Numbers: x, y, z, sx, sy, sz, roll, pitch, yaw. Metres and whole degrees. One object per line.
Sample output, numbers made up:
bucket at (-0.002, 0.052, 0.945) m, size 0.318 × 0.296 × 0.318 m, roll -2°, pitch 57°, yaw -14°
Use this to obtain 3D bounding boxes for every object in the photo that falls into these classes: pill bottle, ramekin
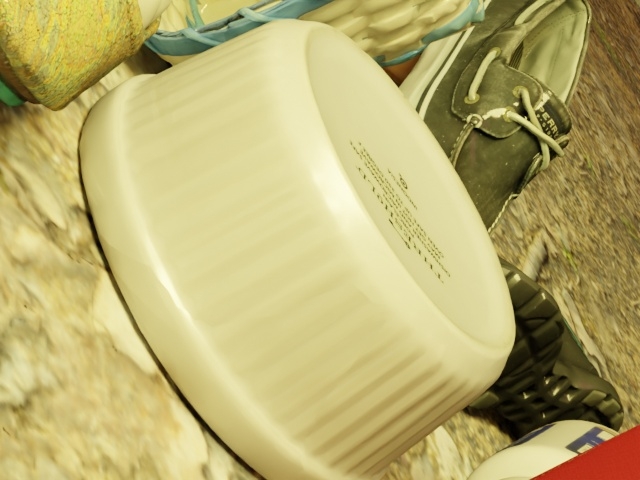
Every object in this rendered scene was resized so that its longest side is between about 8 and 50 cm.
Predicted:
pill bottle at (0.143, 0.178, 1.120) m, size 0.112 × 0.112 × 0.187 m, roll 62°, pitch 19°, yaw 8°
ramekin at (0.000, 0.000, 1.001) m, size 0.273 × 0.127 × 0.273 m, roll 50°, pitch 20°, yaw -25°

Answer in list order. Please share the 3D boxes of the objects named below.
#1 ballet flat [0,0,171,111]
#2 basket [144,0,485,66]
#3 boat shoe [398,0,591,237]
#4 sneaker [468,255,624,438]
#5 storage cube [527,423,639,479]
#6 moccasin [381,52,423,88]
ballet flat at (-0.104, -0.125, 0.769) m, size 0.123 × 0.123 × 0.348 m, roll 56°, pitch -3°, yaw -9°
basket at (-0.034, -0.216, 1.074) m, size 0.289 × 0.255 × 0.201 m, roll 64°, pitch 3°, yaw -59°
boat shoe at (0.131, -0.095, 1.375) m, size 0.121 × 0.119 × 0.335 m, roll 56°, pitch 38°, yaw -36°
sneaker at (0.133, 0.074, 1.317) m, size 0.267 × 0.101 × 0.106 m, roll 50°, pitch 8°, yaw -50°
storage cube at (0.144, 0.239, 0.897) m, size 0.183 × 0.193 × 0.215 m, roll 44°, pitch 24°, yaw -39°
moccasin at (0.041, -0.275, 1.502) m, size 0.380 × 0.147 × 0.139 m, roll 59°, pitch 18°, yaw -9°
